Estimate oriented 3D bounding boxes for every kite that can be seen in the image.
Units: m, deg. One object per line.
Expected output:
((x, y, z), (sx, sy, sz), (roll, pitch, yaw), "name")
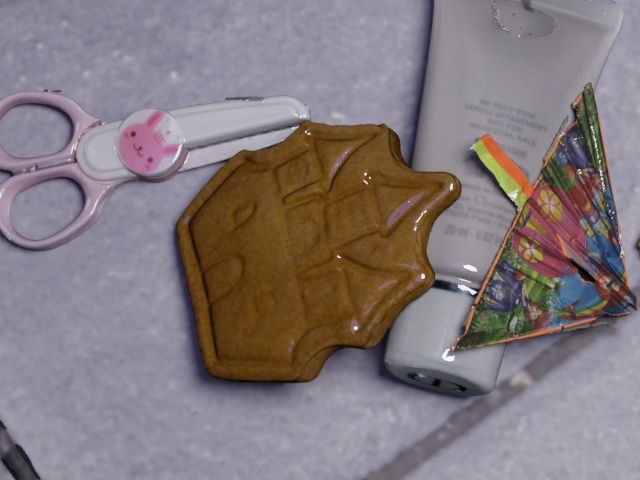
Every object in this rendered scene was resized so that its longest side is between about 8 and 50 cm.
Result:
((0.159, 0.000, 1.289), (0.183, 0.014, 0.241), (48, 59, -23), "kite")

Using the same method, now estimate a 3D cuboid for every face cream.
((0.118, -0.049, 1.324), (0.143, 0.089, 0.314), (16, 75, -5), "face cream")

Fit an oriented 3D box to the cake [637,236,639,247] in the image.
((0.324, -0.067, 1.335), (0.109, 0.090, 0.225), (29, 100, 7), "cake")

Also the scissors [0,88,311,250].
((-0.125, -0.067, 1.371), (0.242, 0.030, 0.118), (-10, 79, 4), "scissors")

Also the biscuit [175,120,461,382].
((-0.001, -0.001, 1.295), (0.215, 0.034, 0.182), (-26, 62, 21), "biscuit")
